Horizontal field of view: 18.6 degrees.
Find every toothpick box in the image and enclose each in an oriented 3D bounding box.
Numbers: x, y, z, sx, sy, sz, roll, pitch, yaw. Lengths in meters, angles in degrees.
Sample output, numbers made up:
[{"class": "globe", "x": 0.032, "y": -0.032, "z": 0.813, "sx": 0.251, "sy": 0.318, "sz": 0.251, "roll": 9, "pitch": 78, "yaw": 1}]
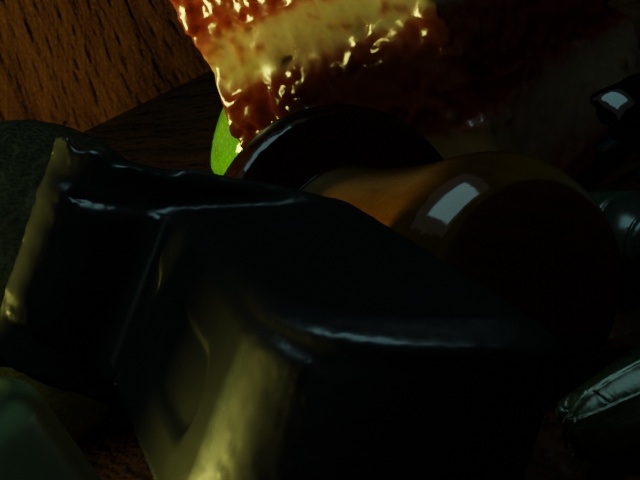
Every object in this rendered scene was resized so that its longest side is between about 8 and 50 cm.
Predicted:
[{"class": "toothpick box", "x": 0.053, "y": 0.012, "z": 1.242, "sx": 0.192, "sy": 0.192, "sz": 0.294, "roll": -29, "pitch": 19, "yaw": -23}]

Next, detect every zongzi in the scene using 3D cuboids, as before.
[{"class": "zongzi", "x": 0.185, "y": 0.089, "z": 0.985, "sx": 0.104, "sy": 0.052, "sz": 0.113, "roll": -34, "pitch": 27, "yaw": -12}]

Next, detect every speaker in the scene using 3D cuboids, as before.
[{"class": "speaker", "x": -0.044, "y": 0.067, "z": 0.979, "sx": 0.184, "sy": 0.180, "sz": 0.388, "roll": 16, "pitch": 6, "yaw": -17}]

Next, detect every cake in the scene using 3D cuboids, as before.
[{"class": "cake", "x": 0.078, "y": -0.170, "z": 1.627, "sx": 0.270, "sy": 0.319, "sz": 0.269, "roll": -16, "pitch": 14, "yaw": 41}]

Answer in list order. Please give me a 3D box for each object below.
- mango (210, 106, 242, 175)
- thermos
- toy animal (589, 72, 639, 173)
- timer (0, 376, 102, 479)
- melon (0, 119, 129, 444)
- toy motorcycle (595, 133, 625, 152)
[{"class": "mango", "x": 0.060, "y": -0.162, "z": 1.938, "sx": 0.382, "sy": 0.201, "sz": 0.225, "roll": -28, "pitch": 28, "yaw": -2}, {"class": "thermos", "x": 0.176, "y": 0.006, "z": 1.309, "sx": 0.073, "sy": 0.083, "sz": 0.187, "roll": -52, "pitch": 24, "yaw": -19}, {"class": "toy animal", "x": 0.291, "y": -0.056, "z": 1.301, "sx": 0.218, "sy": 0.116, "sz": 0.179, "roll": 21, "pitch": 1, "yaw": 38}, {"class": "timer", "x": -0.300, "y": 0.114, "z": 1.141, "sx": 0.291, "sy": 0.315, "sz": 0.291, "roll": -24, "pitch": 12, "yaw": 5}, {"class": "melon", "x": -0.241, "y": 0.046, "z": 1.487, "sx": 0.248, "sy": 0.248, "sz": 0.329, "roll": -17, "pitch": 20, "yaw": 28}, {"class": "toy motorcycle", "x": 0.313, "y": -0.135, "z": 1.576, "sx": 0.150, "sy": 0.102, "sz": 0.221, "roll": -30, "pitch": 6, "yaw": 39}]
